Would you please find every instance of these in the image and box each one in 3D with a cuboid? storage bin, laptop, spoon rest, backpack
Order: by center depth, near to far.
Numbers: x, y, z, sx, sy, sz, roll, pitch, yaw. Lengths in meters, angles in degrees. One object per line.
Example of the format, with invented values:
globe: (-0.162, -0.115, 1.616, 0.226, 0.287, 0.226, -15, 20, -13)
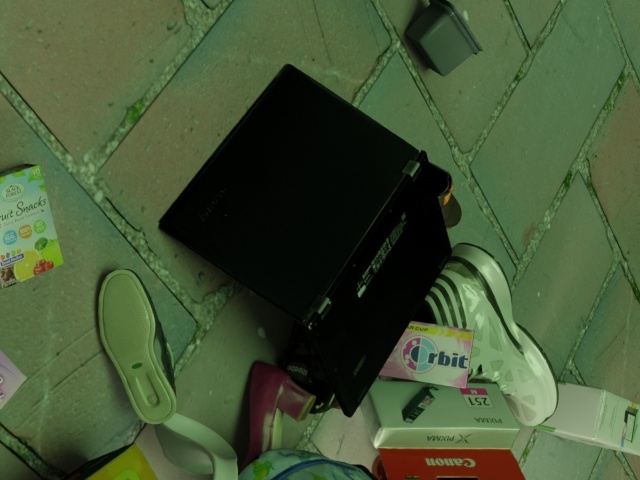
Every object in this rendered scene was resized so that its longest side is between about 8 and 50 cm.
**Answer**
spoon rest: (-0.168, 0.318, 1.613, 0.137, 0.276, 0.084, 29, 100, -24)
backpack: (-0.038, 0.459, 1.736, 0.290, 0.273, 0.355, -51, 137, -6)
laptop: (0.000, 0.000, 1.838, 0.382, 0.236, 0.408, -55, 143, -28)
storage bin: (0.223, -0.380, 2.094, 0.091, 0.098, 0.135, -44, 132, -2)

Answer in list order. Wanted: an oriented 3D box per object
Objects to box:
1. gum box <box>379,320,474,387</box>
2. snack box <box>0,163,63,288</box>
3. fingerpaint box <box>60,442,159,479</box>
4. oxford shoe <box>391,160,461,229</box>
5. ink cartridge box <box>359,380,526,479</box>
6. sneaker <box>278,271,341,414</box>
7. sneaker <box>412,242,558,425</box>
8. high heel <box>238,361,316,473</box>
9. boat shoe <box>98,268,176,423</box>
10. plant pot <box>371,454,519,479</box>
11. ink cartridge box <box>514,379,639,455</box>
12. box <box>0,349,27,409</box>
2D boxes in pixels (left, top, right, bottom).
gum box: (0.182, 0.204, 2.054, 0.062, 0.188, 0.107, 29, 69, -80)
snack box: (-0.400, -0.019, 1.461, 0.100, 0.037, 0.141, -27, 115, -45)
fingerpaint box: (-0.294, 0.557, 1.450, 0.371, 0.163, 0.444, -34, 95, -41)
oxford shoe: (0.210, -0.084, 2.099, 0.271, 0.098, 0.096, 32, 70, -51)
ink cartridge box: (0.228, 0.353, 2.005, 0.275, 0.239, 0.060, 4, 122, -18)
sneaker: (-0.007, 0.172, 1.889, 0.135, 0.098, 0.276, -23, 114, -47)
sneaker: (0.299, 0.250, 2.234, 0.257, 0.169, 0.447, -42, 117, -27)
high heel: (-0.115, 0.324, 1.835, 0.244, 0.117, 0.082, -60, 164, 5)
boat shoe: (-0.264, 0.148, 1.628, 0.079, 0.084, 0.233, -78, 153, -75)
plant pot: (0.236, 0.543, 2.097, 0.272, 0.272, 0.265, -20, 114, -46)
ink cartridge box: (0.603, 0.398, 2.537, 0.278, 0.201, 0.117, 25, 77, -48)
box: (-0.510, 0.176, 1.302, 0.243, 0.117, 0.213, -54, 131, -28)
